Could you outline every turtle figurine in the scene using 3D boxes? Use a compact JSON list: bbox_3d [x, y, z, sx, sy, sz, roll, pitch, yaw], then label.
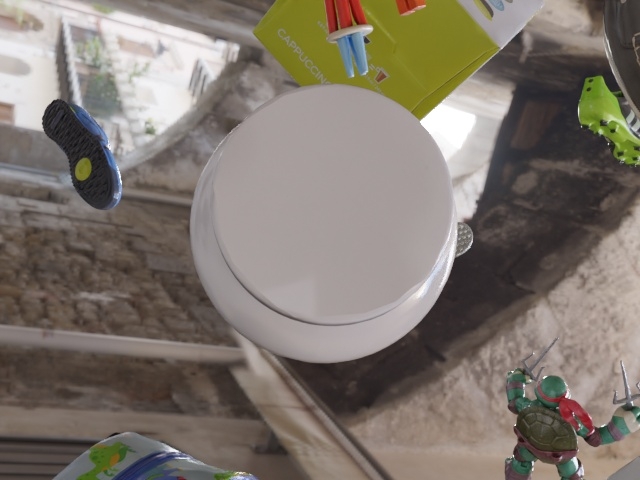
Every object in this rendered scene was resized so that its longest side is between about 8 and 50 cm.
[{"bbox_3d":[0.289,0.225,0.980,0.175,0.118,0.234,30,-44,39],"label":"turtle figurine"}]

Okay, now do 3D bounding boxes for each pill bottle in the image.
[{"bbox_3d":[0.000,0.000,0.616,0.334,0.187,0.188,111,-15,-82],"label":"pill bottle"}]

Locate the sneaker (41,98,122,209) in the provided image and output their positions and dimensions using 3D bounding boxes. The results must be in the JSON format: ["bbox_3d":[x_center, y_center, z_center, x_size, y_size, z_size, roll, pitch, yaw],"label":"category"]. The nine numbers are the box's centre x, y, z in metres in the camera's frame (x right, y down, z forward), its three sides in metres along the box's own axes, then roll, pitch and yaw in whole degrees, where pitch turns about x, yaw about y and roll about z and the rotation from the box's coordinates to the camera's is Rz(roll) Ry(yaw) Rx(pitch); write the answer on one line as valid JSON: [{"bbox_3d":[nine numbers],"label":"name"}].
[{"bbox_3d":[-0.310,-0.116,1.097,0.069,0.082,0.209,-47,-123,13],"label":"sneaker"}]

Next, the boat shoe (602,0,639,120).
[{"bbox_3d":[0.300,-0.244,0.669,0.095,0.112,0.335,60,29,-73],"label":"boat shoe"}]

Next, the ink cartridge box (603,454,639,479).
[{"bbox_3d":[0.428,0.273,0.699,0.385,0.160,0.279,-46,-170,25],"label":"ink cartridge box"}]

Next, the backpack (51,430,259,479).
[{"bbox_3d":[-0.160,0.312,0.555,0.356,0.273,0.290,-68,156,-51],"label":"backpack"}]

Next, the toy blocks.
[{"bbox_3d":[0.058,-0.260,0.850,0.054,0.123,0.148,-28,105,-70],"label":"toy blocks"}]

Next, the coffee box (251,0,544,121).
[{"bbox_3d":[0.147,-0.412,1.465,0.338,0.338,0.334,-40,-176,39],"label":"coffee box"}]

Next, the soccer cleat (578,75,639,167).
[{"bbox_3d":[0.387,-0.149,1.012,0.060,0.179,0.072,-5,-112,44],"label":"soccer cleat"}]

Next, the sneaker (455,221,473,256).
[{"bbox_3d":[0.147,0.017,1.476,0.163,0.226,0.086,-165,-119,-68],"label":"sneaker"}]
